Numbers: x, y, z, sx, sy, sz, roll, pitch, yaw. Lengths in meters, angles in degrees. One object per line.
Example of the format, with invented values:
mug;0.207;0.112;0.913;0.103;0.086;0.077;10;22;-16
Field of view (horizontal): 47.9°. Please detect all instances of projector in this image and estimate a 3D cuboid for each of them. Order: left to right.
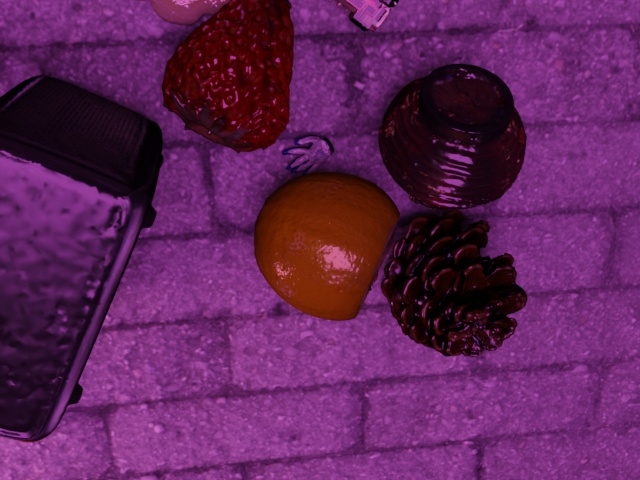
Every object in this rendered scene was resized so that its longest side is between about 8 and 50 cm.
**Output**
projector;-0.390;0.004;1.019;0.242;0.405;0.395;20;107;-16

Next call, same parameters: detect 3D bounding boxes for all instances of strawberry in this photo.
strawberry;-0.114;-0.264;1.082;0.205;0.205;0.244;30;84;-18

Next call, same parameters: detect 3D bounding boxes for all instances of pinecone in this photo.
pinecone;0.221;0.085;1.226;0.243;0.257;0.243;-9;145;-6

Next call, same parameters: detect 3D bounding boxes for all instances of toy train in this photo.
toy train;0.053;-0.392;1.117;0.138;0.050;0.087;33;107;-18

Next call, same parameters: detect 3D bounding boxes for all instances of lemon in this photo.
lemon;0.000;0.000;1.171;0.219;0.240;0.240;22;108;5

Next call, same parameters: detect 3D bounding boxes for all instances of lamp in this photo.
lamp;0.208;-0.154;1.145;0.247;0.247;0.247;-3;112;-7

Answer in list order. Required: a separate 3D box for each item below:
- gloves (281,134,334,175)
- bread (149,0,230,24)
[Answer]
gloves;-0.023;-0.146;1.218;0.086;0.026;0.064;-36;111;12
bread;-0.217;-0.423;1.072;0.251;0.039;0.182;31;104;-19
